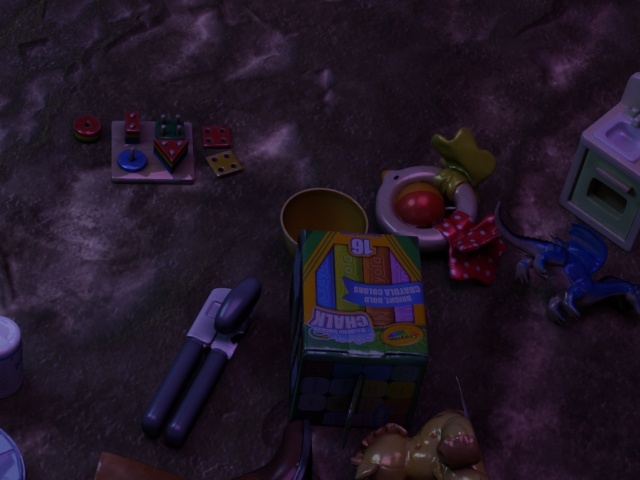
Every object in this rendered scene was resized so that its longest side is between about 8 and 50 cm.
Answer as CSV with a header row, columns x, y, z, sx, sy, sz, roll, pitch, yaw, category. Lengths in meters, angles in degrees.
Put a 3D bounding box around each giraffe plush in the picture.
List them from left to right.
x,y,z,sx,sy,sz,roll,pitch,yaw,category
0.132,0.305,1.890,0.171,0.181,0.210,-17,62,4,giraffe plush

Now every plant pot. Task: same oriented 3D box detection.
x,y,z,sx,sy,sz,roll,pitch,yaw,category
0.000,0.000,2.162,0.134,0.095,0.134,5,48,-6,plant pot

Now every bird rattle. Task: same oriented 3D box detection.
x,y,z,sx,sy,sz,roll,pitch,yaw,category
0.191,-0.041,2.245,0.207,0.143,0.253,-2,62,4,bird rattle

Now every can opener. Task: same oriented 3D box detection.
x,y,z,sx,sy,sz,roll,pitch,yaw,category
-0.170,0.163,2.003,0.074,0.093,0.280,21,54,8,can opener

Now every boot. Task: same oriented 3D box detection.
x,y,z,sx,sy,sz,roll,pitch,yaw,category
-0.159,0.329,1.878,0.281,0.096,0.264,10,55,9,boot

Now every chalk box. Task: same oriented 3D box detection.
x,y,z,sx,sy,sz,roll,pitch,yaw,category
0.051,0.151,1.985,0.179,0.180,0.288,3,50,-6,chalk box

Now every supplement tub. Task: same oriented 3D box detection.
x,y,z,sx,sy,sz,roll,pitch,yaw,category
-0.446,0.161,1.942,0.071,0.107,0.071,4,49,-5,supplement tub

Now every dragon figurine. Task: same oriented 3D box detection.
x,y,z,sx,sy,sz,roll,pitch,yaw,category
0.381,0.029,2.161,0.289,0.085,0.144,48,65,-3,dragon figurine

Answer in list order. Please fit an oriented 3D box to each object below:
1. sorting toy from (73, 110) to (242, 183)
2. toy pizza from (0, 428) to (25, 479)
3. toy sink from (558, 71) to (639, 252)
x,y,z,sx,sy,sz,roll,pitch,yaw,category
-0.264,-0.155,2.289,0.275,0.046,0.132,1,49,-9,sorting toy
-0.490,0.317,1.849,0.201,0.032,0.201,5,49,-6,toy pizza
0.499,-0.123,2.259,0.153,0.234,0.131,39,54,22,toy sink
